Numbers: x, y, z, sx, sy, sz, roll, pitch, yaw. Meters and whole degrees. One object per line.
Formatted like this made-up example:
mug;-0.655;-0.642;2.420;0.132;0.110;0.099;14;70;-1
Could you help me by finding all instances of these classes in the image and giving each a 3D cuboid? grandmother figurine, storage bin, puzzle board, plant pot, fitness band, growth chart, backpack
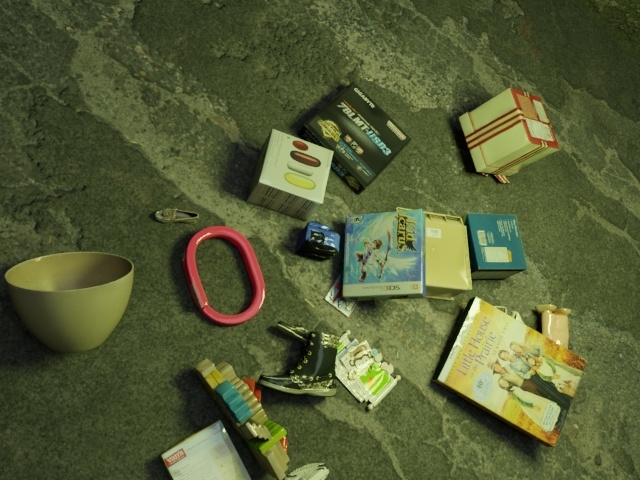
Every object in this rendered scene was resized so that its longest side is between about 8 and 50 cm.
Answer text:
grandmother figurine;0.794;0.399;2.056;0.208;0.104;0.342;12;69;-4
storage bin;0.338;0.045;1.976;0.262;0.123;0.260;7;68;-20
puzzle board;0.081;0.161;1.886;0.096;0.011;0.128;38;62;-6
plant pot;-0.599;0.159;1.476;0.284;0.284;0.190;-5;107;-24
fitness band;-0.275;0.100;1.737;0.209;0.054;0.290;-14;78;-29
growth chart;0.120;0.382;1.815;0.237;0.021;0.172;44;60;-3
backpack;0.000;0.000;1.862;0.120;0.098;0.101;18;61;-15

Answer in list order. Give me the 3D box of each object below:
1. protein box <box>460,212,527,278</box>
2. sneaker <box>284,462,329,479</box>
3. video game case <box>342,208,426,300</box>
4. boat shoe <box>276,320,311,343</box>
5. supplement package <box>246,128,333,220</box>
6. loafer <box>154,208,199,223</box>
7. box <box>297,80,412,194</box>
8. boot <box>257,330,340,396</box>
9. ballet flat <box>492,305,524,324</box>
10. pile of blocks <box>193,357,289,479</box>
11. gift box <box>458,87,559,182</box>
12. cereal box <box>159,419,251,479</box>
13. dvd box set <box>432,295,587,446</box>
protein box;0.564;0.023;2.071;0.201;0.136;0.199;1;70;-23
sneaker;-0.048;0.703;1.590;0.235;0.094;0.153;-29;103;-49
video game case;0.194;0.045;1.850;0.244;0.061;0.269;-4;69;19
boat shoe;-0.069;0.262;1.762;0.133;0.049;0.042;29;66;-19
supplement package;-0.093;-0.198;1.866;0.203;0.149;0.194;18;65;-15
loafer;-0.411;-0.073;1.746;0.125;0.039;0.045;4;70;-22
box;0.121;-0.352;2.062;0.295;0.073;0.293;46;61;-3
boot;-0.054;0.339;1.701;0.236;0.085;0.178;13;79;-23
ballet flat;0.616;0.264;2.035;0.222;0.077;0.079;22;83;-11
pile of blocks;-0.178;0.443;1.591;0.113;0.149;0.362;-35;86;-29
gift box;0.682;-0.367;2.207;0.276;0.258;0.255;7;65;-42
cereal box;-0.277;0.606;1.545;0.173;0.047;0.240;-25;81;-29
dvd box set;0.602;0.410;1.924;0.420;0.062;0.307;31;72;0
